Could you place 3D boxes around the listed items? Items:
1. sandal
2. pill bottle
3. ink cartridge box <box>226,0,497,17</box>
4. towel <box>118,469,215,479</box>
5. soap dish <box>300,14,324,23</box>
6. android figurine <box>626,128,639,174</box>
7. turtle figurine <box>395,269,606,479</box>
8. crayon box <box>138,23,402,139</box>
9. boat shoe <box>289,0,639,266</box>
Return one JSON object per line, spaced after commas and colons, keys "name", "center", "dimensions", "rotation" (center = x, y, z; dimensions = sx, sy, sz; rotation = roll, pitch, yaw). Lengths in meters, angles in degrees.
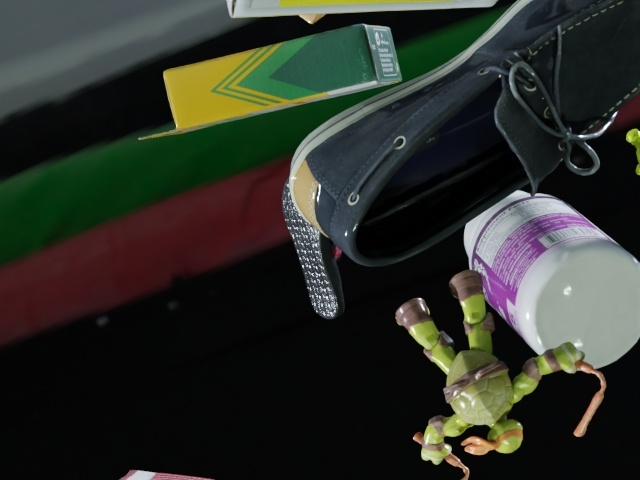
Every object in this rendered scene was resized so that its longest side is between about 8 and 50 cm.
{"name": "sandal", "center": [0.000, 0.000, 1.915], "dimensions": [0.040, 0.179, 0.067], "rotation": [-26, -156, -31]}
{"name": "pill bottle", "center": [0.288, 0.038, 2.189], "dimensions": [0.169, 0.169, 0.301], "rotation": [-25, -158, -5]}
{"name": "ink cartridge box", "center": [0.045, -0.318, 1.421], "dimensions": [0.307, 0.072, 0.304], "rotation": [-3, -126, -19]}
{"name": "towel", "center": [-0.121, 0.352, 2.144], "dimensions": [0.329, 0.037, 0.237], "rotation": [6, -172, 13]}
{"name": "soap dish", "center": [-0.047, -0.443, 2.172], "dimensions": [0.291, 0.229, 0.118], "rotation": [39, -155, 28]}
{"name": "android figurine", "center": [0.513, -0.063, 2.342], "dimensions": [0.056, 0.273, 0.248], "rotation": [-36, -138, 29]}
{"name": "turtle figurine", "center": [0.160, 0.156, 1.881], "dimensions": [0.269, 0.087, 0.217], "rotation": [-36, -116, 21]}
{"name": "crayon box", "center": [-0.070, -0.210, 2.257], "dimensions": [0.323, 0.083, 0.203], "rotation": [-13, -177, 12]}
{"name": "boat shoe", "center": [0.204, -0.131, 1.746], "dimensions": [0.500, 0.187, 0.156], "rotation": [-30, -139, 3]}
